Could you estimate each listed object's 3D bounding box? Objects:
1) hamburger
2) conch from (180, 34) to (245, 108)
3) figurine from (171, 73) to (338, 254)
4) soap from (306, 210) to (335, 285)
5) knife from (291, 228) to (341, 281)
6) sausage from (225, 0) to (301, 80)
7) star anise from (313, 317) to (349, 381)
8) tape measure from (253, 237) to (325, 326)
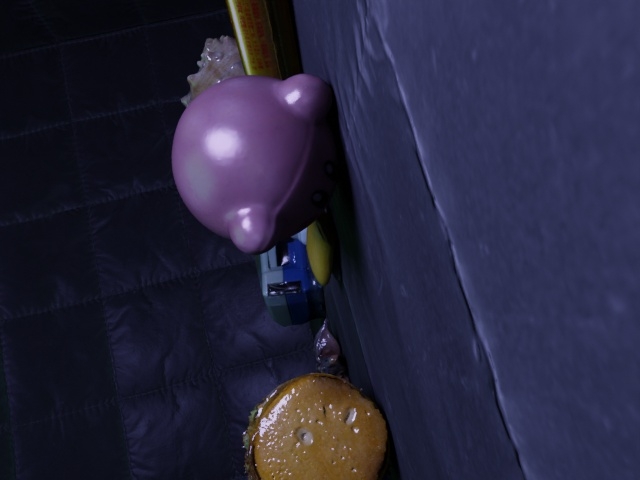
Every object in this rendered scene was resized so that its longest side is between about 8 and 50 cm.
[{"bbox_3d":[-0.009,0.267,0.717,0.181,0.191,0.118,55,169,15],"label":"hamburger"},{"bbox_3d":[-0.135,-0.212,1.006,0.263,0.186,0.324,3,-106,-77],"label":"conch"},{"bbox_3d":[-0.060,-0.079,0.547,0.173,0.173,0.173,166,90,-85],"label":"figurine"},{"bbox_3d":[0.000,0.000,0.774,0.168,0.033,0.089,95,158,-60],"label":"soap"},{"bbox_3d":[-0.014,-0.014,0.947,0.331,0.044,0.080,-137,41,-70],"label":"knife"},{"bbox_3d":[-0.072,-0.284,0.608,0.082,0.082,0.371,-109,7,-46],"label":"sausage"},{"bbox_3d":[0.017,0.253,1.147,0.208,0.063,0.171,94,163,-75],"label":"star anise"},{"bbox_3d":[-0.085,0.071,1.369,0.259,0.138,0.262,89,166,-64],"label":"tape measure"}]
